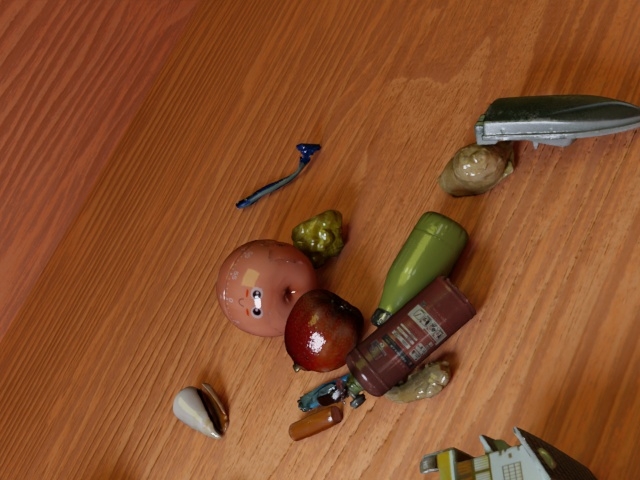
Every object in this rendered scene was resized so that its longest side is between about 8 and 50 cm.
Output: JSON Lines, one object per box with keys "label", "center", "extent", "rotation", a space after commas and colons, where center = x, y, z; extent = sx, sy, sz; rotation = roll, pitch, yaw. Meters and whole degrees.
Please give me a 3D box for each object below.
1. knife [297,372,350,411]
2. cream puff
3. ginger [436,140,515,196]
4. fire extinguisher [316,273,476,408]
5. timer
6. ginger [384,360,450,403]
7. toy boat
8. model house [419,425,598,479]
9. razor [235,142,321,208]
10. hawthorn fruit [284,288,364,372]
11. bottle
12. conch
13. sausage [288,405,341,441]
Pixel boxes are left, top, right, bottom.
{"label": "knife", "center": [0.058, 0.293, 1.486], "extent": [0.296, 0.026, 0.044], "rotation": [-34, 29, 26]}
{"label": "cream puff", "center": [0.000, 0.000, 1.720], "extent": [0.146, 0.146, 0.116], "rotation": [-28, 82, 31]}
{"label": "ginger", "center": [0.307, -0.156, 1.505], "extent": [0.193, 0.122, 0.115], "rotation": [-21, 67, 45]}
{"label": "fire extinguisher", "center": [0.133, 0.202, 1.320], "extent": [0.337, 0.147, 0.106], "rotation": [-41, 65, -4]}
{"label": "timer", "center": [-0.126, 0.112, 1.665], "extent": [0.214, 0.229, 0.230], "rotation": [6, 66, 44]}
{"label": "ginger", "center": [0.175, 0.276, 1.350], "extent": [0.173, 0.051, 0.070], "rotation": [-19, 45, 36]}
{"label": "toy boat", "center": [0.466, -0.232, 1.373], "extent": [0.319, 0.092, 0.141], "rotation": [3, 32, 31]}
{"label": "model house", "center": [0.280, 0.387, 0.996], "extent": [0.215, 0.224, 0.198], "rotation": [-30, 42, 31]}
{"label": "razor", "center": [-0.130, -0.171, 2.052], "extent": [0.324, 0.093, 0.056], "rotation": [-36, 75, 29]}
{"label": "hawthorn fruit", "center": [-0.002, 0.203, 1.516], "extent": [0.188, 0.169, 0.169], "rotation": [-54, 35, 19]}
{"label": "bottle", "center": [0.195, 0.073, 1.438], "extent": [0.112, 0.112, 0.260], "rotation": [24, 80, 53]}
{"label": "conch", "center": [-0.291, 0.413, 1.723], "extent": [0.104, 0.094, 0.176], "rotation": [-26, 28, -32]}
{"label": "sausage", "center": [-0.014, 0.385, 1.478], "extent": [0.131, 0.041, 0.039], "rotation": [-32, 63, 28]}
